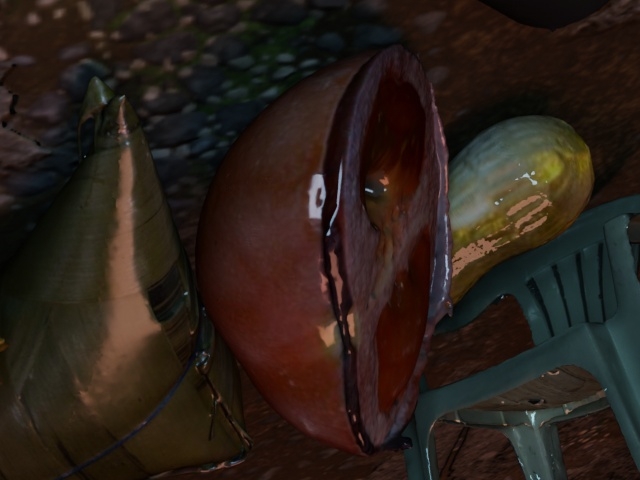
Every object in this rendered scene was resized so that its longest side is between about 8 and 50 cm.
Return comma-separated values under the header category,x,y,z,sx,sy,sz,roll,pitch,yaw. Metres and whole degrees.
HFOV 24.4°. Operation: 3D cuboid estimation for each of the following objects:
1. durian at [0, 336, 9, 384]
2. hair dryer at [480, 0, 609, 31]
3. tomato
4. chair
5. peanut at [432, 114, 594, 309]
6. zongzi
category,x,y,z,sx,sy,sz,roll,pitch,yaw
durian,-0.212,-0.004,0.650,0.260,0.154,0.186,-8,119,-74
hair dryer,0.119,-0.206,0.612,0.251,0.089,0.197,-43,149,20
tomato,0.000,0.000,0.813,0.112,0.199,0.228,6,118,20
chair,0.162,0.096,0.971,0.203,0.274,0.191,-26,157,33
peanut,0.080,-0.006,0.937,0.207,0.087,0.087,-35,152,16
zongzi,-0.186,0.058,0.814,0.260,0.123,0.289,-20,143,-1
